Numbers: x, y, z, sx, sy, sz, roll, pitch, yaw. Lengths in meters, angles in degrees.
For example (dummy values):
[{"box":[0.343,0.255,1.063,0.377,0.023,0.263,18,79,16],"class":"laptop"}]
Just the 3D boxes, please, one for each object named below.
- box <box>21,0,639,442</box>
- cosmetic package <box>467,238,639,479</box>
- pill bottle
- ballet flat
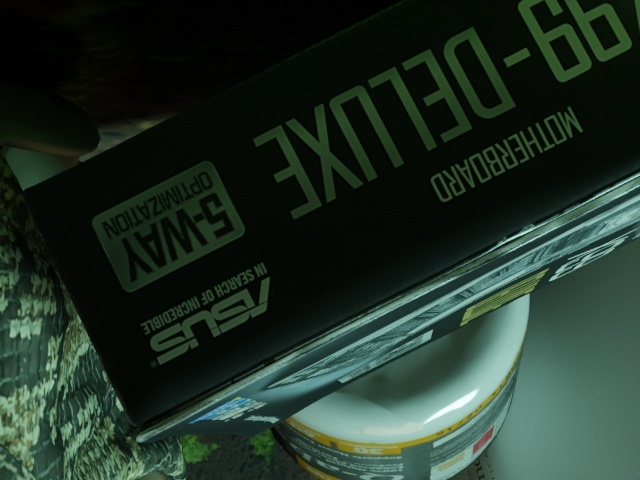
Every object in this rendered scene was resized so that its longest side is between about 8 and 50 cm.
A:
[{"box":[0.052,-0.019,0.578,0.242,0.076,0.307,-26,173,-1],"class":"box"},{"box":[0.235,0.072,1.062,0.155,0.197,0.365,-7,159,-30],"class":"cosmetic package"},{"box":[0.038,0.065,1.002,0.162,0.162,0.278,-9,161,1],"class":"pill bottle"},{"box":[-0.124,0.034,0.652,0.164,0.182,0.483,14,172,-1],"class":"ballet flat"}]
